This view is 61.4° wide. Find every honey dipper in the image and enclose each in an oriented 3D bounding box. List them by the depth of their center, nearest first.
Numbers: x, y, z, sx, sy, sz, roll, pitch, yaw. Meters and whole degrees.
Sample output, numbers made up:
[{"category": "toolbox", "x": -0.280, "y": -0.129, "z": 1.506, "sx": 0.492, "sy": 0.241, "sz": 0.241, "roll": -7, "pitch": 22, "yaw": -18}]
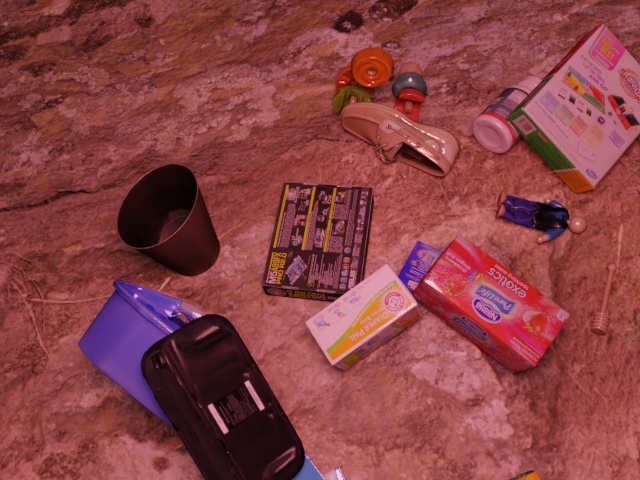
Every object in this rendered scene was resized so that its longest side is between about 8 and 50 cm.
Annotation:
[{"category": "honey dipper", "x": 0.583, "y": 0.114, "z": 1.099, "sx": 0.030, "sy": 0.030, "sz": 0.161, "roll": 19, "pitch": 66, "yaw": 16}]

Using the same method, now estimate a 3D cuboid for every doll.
[{"category": "doll", "x": 0.485, "y": -0.050, "z": 1.184, "sx": 0.189, "sy": 0.046, "sz": 0.129, "roll": 14, "pitch": 57, "yaw": 7}]

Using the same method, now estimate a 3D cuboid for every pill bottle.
[{"category": "pill bottle", "x": 0.456, "y": -0.302, "z": 1.279, "sx": 0.108, "sy": 0.108, "sz": 0.180, "roll": 40, "pitch": 74, "yaw": 23}]

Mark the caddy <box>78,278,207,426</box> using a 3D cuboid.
[{"category": "caddy", "x": -0.281, "y": 0.210, "z": 1.037, "sx": 0.341, "sy": 0.241, "sz": 0.179, "roll": 38, "pitch": 81, "yaw": 2}]

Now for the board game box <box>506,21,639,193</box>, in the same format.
[{"category": "board game box", "x": 0.611, "y": -0.300, "z": 1.224, "sx": 0.316, "sy": 0.064, "sz": 0.242, "roll": -45, "pitch": 94, "yaw": -14}]

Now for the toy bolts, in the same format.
[{"category": "toy bolts", "x": 0.162, "y": -0.413, "z": 1.336, "sx": 0.228, "sy": 0.218, "sz": 0.158, "roll": 12, "pitch": 58, "yaw": -6}]

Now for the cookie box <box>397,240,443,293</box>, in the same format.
[{"category": "cookie box", "x": 0.225, "y": 0.068, "z": 1.164, "sx": 0.092, "sy": 0.040, "sz": 0.107, "roll": 27, "pitch": 71, "yaw": 18}]

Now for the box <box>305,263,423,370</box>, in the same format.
[{"category": "box", "x": 0.091, "y": 0.156, "z": 1.079, "sx": 0.203, "sy": 0.114, "sz": 0.103, "roll": -36, "pitch": 65, "yaw": 1}]

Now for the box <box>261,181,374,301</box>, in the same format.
[{"category": "box", "x": 0.000, "y": 0.000, "z": 1.219, "sx": 0.216, "sy": 0.060, "sz": 0.270, "roll": 4, "pitch": 64, "yaw": 11}]

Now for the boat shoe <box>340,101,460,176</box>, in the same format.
[{"category": "boat shoe", "x": 0.176, "y": -0.240, "z": 1.290, "sx": 0.302, "sy": 0.109, "sz": 0.098, "roll": 24, "pitch": 68, "yaw": 12}]

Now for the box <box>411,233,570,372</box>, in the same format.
[{"category": "box", "x": 0.324, "y": 0.125, "z": 1.053, "sx": 0.257, "sy": 0.122, "sz": 0.128, "roll": 38, "pitch": 74, "yaw": 10}]

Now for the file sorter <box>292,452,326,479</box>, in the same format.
[{"category": "file sorter", "x": -0.021, "y": 0.473, "z": 0.944, "sx": 0.118, "sy": 0.104, "sz": 0.170, "roll": -39, "pitch": 65, "yaw": -11}]

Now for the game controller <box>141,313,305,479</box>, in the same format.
[{"category": "game controller", "x": -0.159, "y": 0.286, "z": 0.901, "sx": 0.166, "sy": 0.067, "sz": 0.319, "roll": -31, "pitch": 92, "yaw": -20}]

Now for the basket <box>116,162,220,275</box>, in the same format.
[{"category": "basket", "x": -0.312, "y": -0.024, "z": 1.179, "sx": 0.154, "sy": 0.227, "sz": 0.204, "roll": 20, "pitch": 69, "yaw": 16}]

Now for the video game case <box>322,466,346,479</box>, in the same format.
[{"category": "video game case", "x": -0.014, "y": 0.512, "z": 0.992, "sx": 0.166, "sy": 0.015, "sz": 0.119, "roll": -26, "pitch": 63, "yaw": -5}]

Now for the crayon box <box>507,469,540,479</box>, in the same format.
[{"category": "crayon box", "x": 0.343, "y": 0.550, "z": 0.887, "sx": 0.165, "sy": 0.081, "sz": 0.278, "roll": -21, "pitch": 63, "yaw": -3}]
